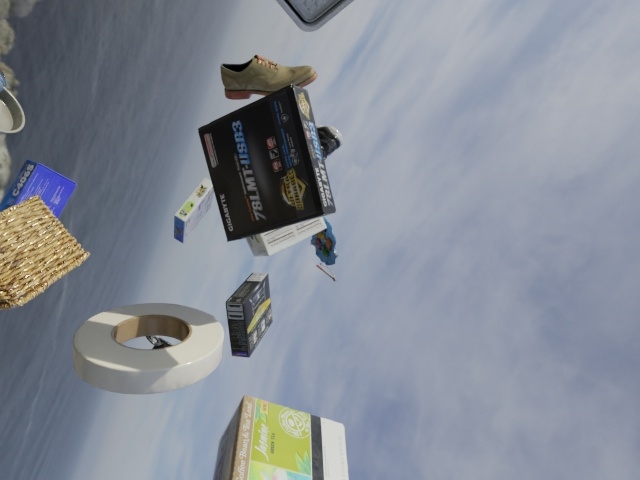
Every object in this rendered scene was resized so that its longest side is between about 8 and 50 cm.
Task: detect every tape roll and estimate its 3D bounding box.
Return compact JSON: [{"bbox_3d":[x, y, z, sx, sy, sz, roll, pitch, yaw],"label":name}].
[{"bbox_3d":[-0.460,0.279,1.241,0.392,0.392,0.072,-128,-137,-69],"label":"tape roll"}]

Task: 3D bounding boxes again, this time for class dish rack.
[{"bbox_3d":[-0.024,-0.778,1.257,0.285,0.333,0.072,-32,-122,19],"label":"dish rack"}]

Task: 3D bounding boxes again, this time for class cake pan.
[{"bbox_3d":[-1.391,-0.566,1.883,0.054,0.293,0.293,-28,-145,16],"label":"cake pan"}]

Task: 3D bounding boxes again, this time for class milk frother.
[{"bbox_3d":[-0.666,0.451,1.794,0.135,0.143,0.129,-60,-157,-18],"label":"milk frother"}]

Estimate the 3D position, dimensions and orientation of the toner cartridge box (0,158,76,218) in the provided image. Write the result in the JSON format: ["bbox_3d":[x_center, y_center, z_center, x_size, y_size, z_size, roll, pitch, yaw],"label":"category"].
[{"bbox_3d":[-1.010,-0.087,1.559,0.348,0.075,0.165,-66,153,-11],"label":"toner cartridge box"}]

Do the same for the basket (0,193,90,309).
[{"bbox_3d":[-0.818,0.057,1.177,0.213,0.223,0.299,-27,-161,19],"label":"basket"}]

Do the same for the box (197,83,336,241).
[{"bbox_3d":[-0.132,-0.170,1.067,0.293,0.073,0.295,-13,-89,29],"label":"box"}]

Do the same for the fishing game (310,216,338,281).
[{"bbox_3d":[0.000,0.000,1.473,0.189,0.041,0.264,34,-44,55],"label":"fishing game"}]

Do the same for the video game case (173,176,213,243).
[{"bbox_3d":[-0.602,-0.139,2.145,0.244,0.061,0.269,-59,-176,-28],"label":"video game case"}]

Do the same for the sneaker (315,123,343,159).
[{"bbox_3d":[-0.064,-0.333,1.583,0.268,0.101,0.153,13,-126,34],"label":"sneaker"}]

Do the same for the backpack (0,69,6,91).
[{"bbox_3d":[-1.065,-0.514,1.415,0.084,0.114,0.105,63,-20,20],"label":"backpack"}]

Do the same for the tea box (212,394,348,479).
[{"bbox_3d":[-0.110,0.642,1.191,0.329,0.323,0.220,-97,-149,-61],"label":"tea box"}]

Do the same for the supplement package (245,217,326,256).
[{"bbox_3d":[-0.148,-0.109,1.357,0.262,0.198,0.199,66,-20,-6],"label":"supplement package"}]

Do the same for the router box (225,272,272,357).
[{"bbox_3d":[-0.291,0.302,1.893,0.309,0.081,0.243,-55,144,-69],"label":"router box"}]

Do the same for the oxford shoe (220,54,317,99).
[{"bbox_3d":[-0.187,-0.582,1.580,0.123,0.348,0.130,-86,166,-50],"label":"oxford shoe"}]
